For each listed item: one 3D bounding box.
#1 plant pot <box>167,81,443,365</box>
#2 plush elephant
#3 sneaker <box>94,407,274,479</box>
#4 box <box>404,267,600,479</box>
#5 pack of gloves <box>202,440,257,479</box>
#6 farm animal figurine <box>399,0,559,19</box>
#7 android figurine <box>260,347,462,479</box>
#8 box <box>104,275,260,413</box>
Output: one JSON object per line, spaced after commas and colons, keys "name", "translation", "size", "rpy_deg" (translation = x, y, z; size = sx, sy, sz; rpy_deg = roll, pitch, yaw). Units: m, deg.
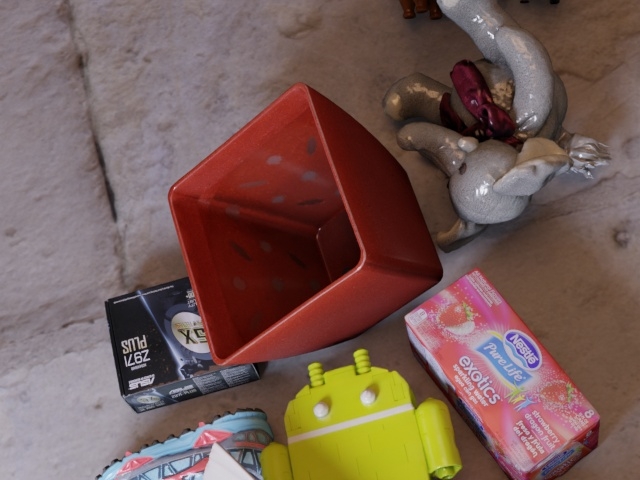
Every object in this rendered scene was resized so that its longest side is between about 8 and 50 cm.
{"name": "plant pot", "translation": [0.000, 0.000, 1.718], "size": [0.267, 0.235, 0.267], "rpy_deg": [-36, 58, 30]}
{"name": "plush elephant", "translation": [0.211, -0.131, 1.759], "size": [0.330, 0.272, 0.255], "rpy_deg": [37, 47, -1]}
{"name": "sneaker", "translation": [-0.174, 0.313, 1.700], "size": [0.261, 0.104, 0.125], "rpy_deg": [-24, 67, -2]}
{"name": "box", "translation": [0.229, 0.180, 1.685], "size": [0.122, 0.128, 0.257], "rpy_deg": [-34, 64, -7]}
{"name": "pack of gloves", "translation": [-0.056, 0.373, 1.608], "size": [0.232, 0.195, 0.046], "rpy_deg": [38, 42, 25]}
{"name": "farm animal figurine", "translation": [0.214, -0.437, 1.859], "size": [0.326, 0.330, 0.172], "rpy_deg": [-6, 85, 0]}
{"name": "android figurine", "translation": [0.047, 0.265, 1.647], "size": [0.248, 0.056, 0.273], "rpy_deg": [-15, 61, 10]}
{"name": "box", "translation": [-0.188, 0.135, 1.800], "size": [0.180, 0.077, 0.147], "rpy_deg": [-15, 64, 1]}
